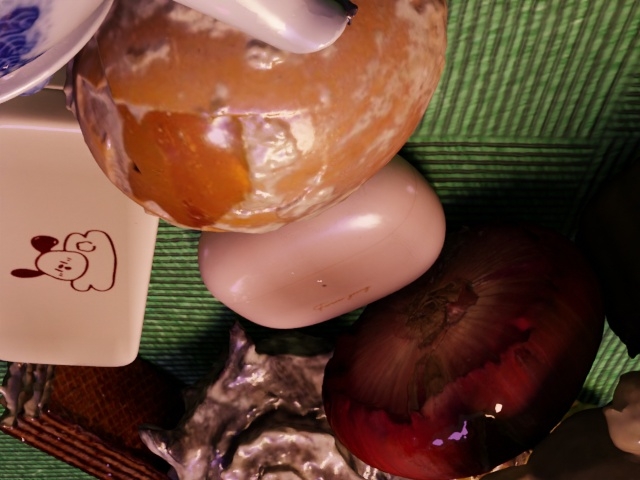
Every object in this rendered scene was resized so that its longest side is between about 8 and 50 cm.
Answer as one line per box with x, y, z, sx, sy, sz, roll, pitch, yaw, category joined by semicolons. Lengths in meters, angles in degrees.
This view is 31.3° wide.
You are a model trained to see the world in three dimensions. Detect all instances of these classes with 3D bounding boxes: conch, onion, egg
-0.008;0.199;1.062;0.313;0.241;0.186;-6;159;-21;conch
0.118;0.093;0.929;0.248;0.248;0.161;-20;135;19;onion
-0.037;-0.103;0.683;0.233;0.195;0.195;-10;143;11;egg

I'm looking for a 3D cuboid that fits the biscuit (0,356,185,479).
-0.204;0.166;1.097;0.070;0.106;0.252;-20;141;26;biscuit

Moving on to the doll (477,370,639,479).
0.318;0.157;0.780;0.382;0.378;0.252;-4;116;35;doll

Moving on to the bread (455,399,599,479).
0.192;0.241;1.228;0.267;0.130;0.152;-5;139;-2;bread

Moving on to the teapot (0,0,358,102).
-0.190;-0.163;0.532;0.424;0.252;0.280;13;153;19;teapot

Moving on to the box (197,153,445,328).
0.000;0.000;0.910;0.200;0.088;0.146;-25;141;24;box

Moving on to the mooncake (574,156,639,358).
0.334;0.018;0.946;0.228;0.124;0.228;-4;145;-3;mooncake

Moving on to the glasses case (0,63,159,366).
-0.194;-0.009;0.889;0.131;0.070;0.313;4;142;-12;glasses case
